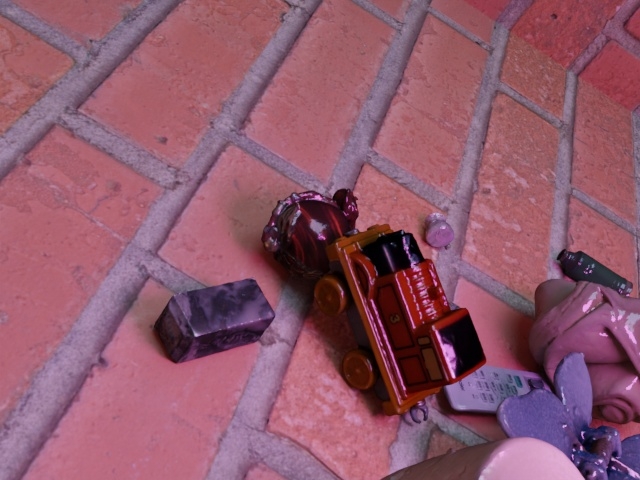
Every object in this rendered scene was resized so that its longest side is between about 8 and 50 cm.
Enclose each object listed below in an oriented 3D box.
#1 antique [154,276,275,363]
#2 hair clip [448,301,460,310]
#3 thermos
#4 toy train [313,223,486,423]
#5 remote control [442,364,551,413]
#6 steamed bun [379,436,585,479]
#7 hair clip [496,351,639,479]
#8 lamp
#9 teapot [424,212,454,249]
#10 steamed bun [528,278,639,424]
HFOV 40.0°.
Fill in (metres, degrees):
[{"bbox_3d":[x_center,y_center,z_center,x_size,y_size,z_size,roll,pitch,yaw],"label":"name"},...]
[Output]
[{"bbox_3d":[-0.179,0.133,1.464,0.183,0.088,0.086,-11,59,-41],"label":"antique"},{"bbox_3d":[0.218,0.160,1.769,0.229,0.036,0.066,-17,70,-44],"label":"hair clip"},{"bbox_3d":[0.663,0.079,2.144,0.188,0.073,0.083,33,41,-5],"label":"thermos"},{"bbox_3d":[0.145,0.145,1.554,0.163,0.232,0.369,-20,90,-47],"label":"toy train"},{"bbox_3d":[0.350,0.299,1.721,0.293,0.051,0.103,11,47,-33],"label":"remote control"},{"bbox_3d":[0.210,0.514,1.160,0.290,0.371,0.455,26,54,-19],"label":"steamed bun"},{"bbox_3d":[0.429,0.405,1.528,0.392,0.238,0.318,41,39,4],"label":"hair clip"},{"bbox_3d":[0.001,0.004,1.667,0.223,0.215,0.151,-15,21,-9],"label":"lamp"},{"bbox_3d":[0.266,-0.019,1.968,0.083,0.064,0.064,50,19,-38],"label":"teapot"},{"bbox_3d":[0.595,0.239,1.778,0.368,0.342,0.255,19,85,4],"label":"steamed bun"}]
